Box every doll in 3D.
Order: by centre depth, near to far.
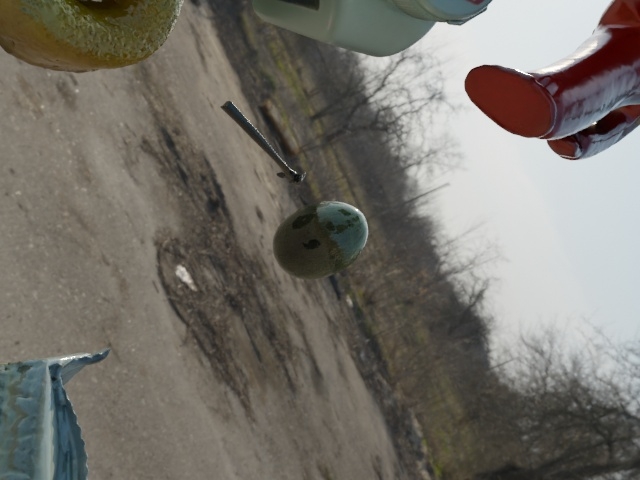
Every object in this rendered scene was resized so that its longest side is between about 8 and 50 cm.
[{"bbox_3d":[0.225,-0.138,0.407,0.099,0.188,0.383,42,26,27],"label":"doll"}]

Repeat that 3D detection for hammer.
[{"bbox_3d":[-0.138,-0.228,1.425,0.125,0.027,0.297,16,-21,44],"label":"hammer"}]

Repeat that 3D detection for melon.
[{"bbox_3d":[0.000,0.000,0.773,0.098,0.130,0.098,51,29,-42],"label":"melon"}]

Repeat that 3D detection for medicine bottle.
[{"bbox_3d":[0.025,-0.185,0.379,0.229,0.083,0.121,47,-55,56],"label":"medicine bottle"}]

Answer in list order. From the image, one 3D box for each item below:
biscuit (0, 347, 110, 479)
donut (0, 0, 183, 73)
[{"bbox_3d":[-0.279,0.141,0.316,0.079,0.308,0.186,118,-30,-46],"label":"biscuit"},{"bbox_3d":[-0.274,-0.320,0.694,0.108,0.278,0.278,28,-15,32],"label":"donut"}]
